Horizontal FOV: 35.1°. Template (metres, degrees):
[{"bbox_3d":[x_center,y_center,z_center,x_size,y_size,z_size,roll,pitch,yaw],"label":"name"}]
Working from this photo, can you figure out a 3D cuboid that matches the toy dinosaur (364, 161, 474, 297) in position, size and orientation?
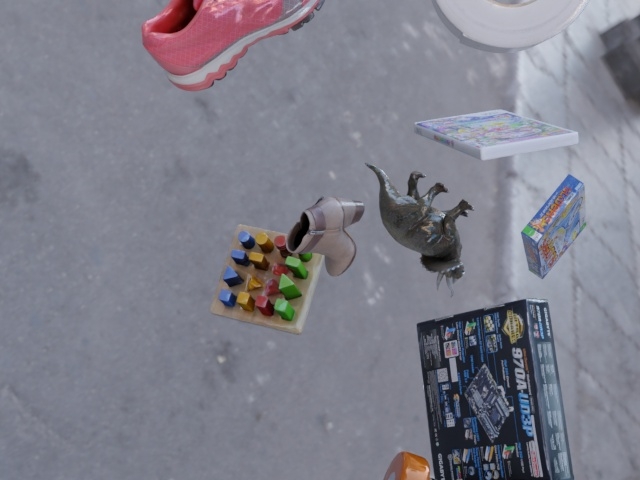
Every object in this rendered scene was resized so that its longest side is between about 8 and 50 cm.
[{"bbox_3d":[0.202,-0.039,2.024,0.313,0.160,0.121,39,-6,-10],"label":"toy dinosaur"}]

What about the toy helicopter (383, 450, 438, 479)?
[{"bbox_3d":[0.123,0.354,0.957,0.140,0.235,0.355,22,-4,-6],"label":"toy helicopter"}]

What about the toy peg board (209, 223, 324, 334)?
[{"bbox_3d":[-0.091,0.053,1.654,0.079,0.161,0.161,64,40,-68],"label":"toy peg board"}]

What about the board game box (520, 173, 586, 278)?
[{"bbox_3d":[0.417,-0.021,1.796,0.035,0.136,0.201,38,-6,24],"label":"board game box"}]

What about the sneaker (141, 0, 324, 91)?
[{"bbox_3d":[-0.114,-0.336,1.403,0.136,0.314,0.116,38,18,-54],"label":"sneaker"}]

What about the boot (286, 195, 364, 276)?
[{"bbox_3d":[0.000,0.000,1.099,0.087,0.118,0.042,-15,45,-39],"label":"boot"}]

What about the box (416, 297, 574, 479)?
[{"bbox_3d":[0.208,0.193,1.233,0.051,0.175,0.220,7,71,-43],"label":"box"}]

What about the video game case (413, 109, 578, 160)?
[{"bbox_3d":[0.141,-0.089,0.833,0.122,0.087,0.011,-142,-136,-65],"label":"video game case"}]

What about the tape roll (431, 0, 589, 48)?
[{"bbox_3d":[0.282,-0.406,1.510,0.246,0.246,0.169,57,9,-3],"label":"tape roll"}]
